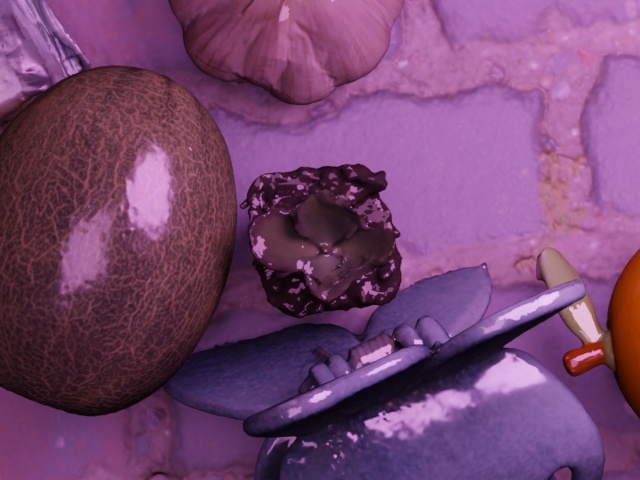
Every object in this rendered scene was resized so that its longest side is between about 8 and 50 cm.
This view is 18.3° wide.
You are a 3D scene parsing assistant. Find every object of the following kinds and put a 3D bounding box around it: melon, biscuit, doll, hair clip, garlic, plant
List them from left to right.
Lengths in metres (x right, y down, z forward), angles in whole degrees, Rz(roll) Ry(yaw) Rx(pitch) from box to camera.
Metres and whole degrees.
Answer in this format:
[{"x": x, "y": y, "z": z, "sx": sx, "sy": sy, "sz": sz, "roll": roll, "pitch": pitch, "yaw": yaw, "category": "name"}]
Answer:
[{"x": -0.366, "y": -0.127, "z": 1.809, "sx": 0.309, "sy": 0.079, "sz": 0.186, "roll": -30, "pitch": 89, "yaw": 0, "category": "biscuit"}, {"x": -0.191, "y": -0.002, "z": 1.720, "sx": 0.237, "sy": 0.237, "sz": 0.302, "roll": 18, "pitch": 84, "yaw": 2, "category": "melon"}, {"x": -0.027, "y": -0.237, "z": 1.773, "sx": 0.227, "sy": 0.152, "sz": 0.228, "roll": 0, "pitch": 90, "yaw": -4, "category": "garlic"}, {"x": 0.000, "y": 0.000, "z": 1.733, "sx": 0.142, "sy": 0.203, "sz": 0.131, "roll": -5, "pitch": 93, "yaw": -8, "category": "plant"}, {"x": 0.076, "y": 0.178, "z": 1.685, "sx": 0.318, "sy": 0.392, "sz": 0.238, "roll": -22, "pitch": 97, "yaw": -16, "category": "hair clip"}, {"x": 0.314, "y": 0.088, "z": 1.728, "sx": 0.236, "sy": 0.213, "sz": 0.213, "roll": -7, "pitch": 87, "yaw": 7, "category": "doll"}]
